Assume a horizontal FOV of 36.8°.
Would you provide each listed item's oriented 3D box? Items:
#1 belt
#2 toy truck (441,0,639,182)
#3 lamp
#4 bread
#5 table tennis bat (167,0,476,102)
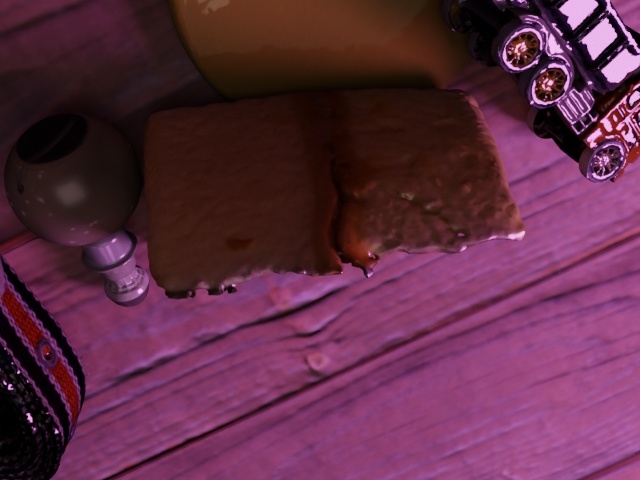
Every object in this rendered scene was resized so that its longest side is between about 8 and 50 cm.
[{"bbox_3d":[-0.260,0.019,0.675,0.126,0.094,0.359,-17,118,1],"label":"belt"},{"bbox_3d":[0.163,-0.126,0.639,0.092,0.083,0.192,-44,129,7],"label":"toy truck"},{"bbox_3d":[-0.159,-0.012,0.685,0.091,0.091,0.163,-17,133,1],"label":"lamp"},{"bbox_3d":[0.000,0.000,0.636,0.240,0.178,0.135,-6,131,-3],"label":"bread"},{"bbox_3d":[0.052,-0.226,0.617,0.224,0.054,0.368,31,113,-23],"label":"table tennis bat"}]
